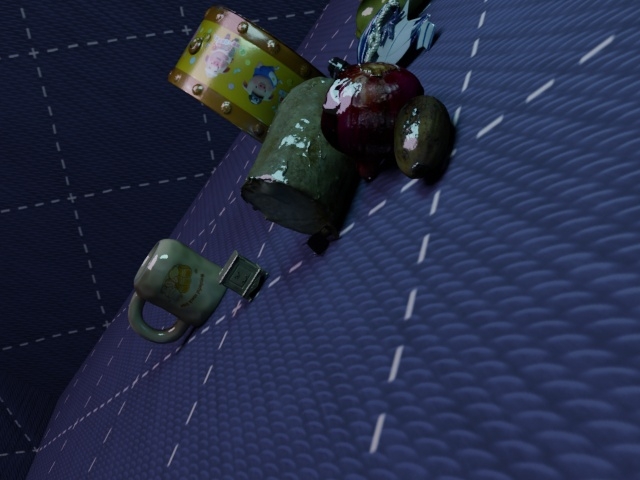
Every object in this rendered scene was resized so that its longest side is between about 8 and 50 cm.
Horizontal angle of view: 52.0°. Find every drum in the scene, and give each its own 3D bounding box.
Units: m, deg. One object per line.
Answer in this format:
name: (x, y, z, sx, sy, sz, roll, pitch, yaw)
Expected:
drum: (-0.146, -0.365, 1.621, 0.214, 0.431, 0.431, -56, 17, 4)

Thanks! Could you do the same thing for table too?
table: (-0.170, 0.078, 1.432, 0.079, 0.083, 0.062, -57, 16, 0)

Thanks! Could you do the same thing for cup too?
cup: (-0.388, 0.132, 1.725, 0.255, 0.202, 0.173, -47, 20, 28)

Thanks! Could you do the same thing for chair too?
chair: (-0.001, 0.001, 1.192, 0.042, 0.037, 0.086, -51, 9, -24)

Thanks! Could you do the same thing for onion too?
onion: (0.099, -0.195, 1.140, 0.195, 0.140, 0.218, -49, -35, -50)

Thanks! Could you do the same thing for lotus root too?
lotus root: (0.152, -0.163, 0.999, 0.089, 0.080, 0.179, -44, 21, 40)

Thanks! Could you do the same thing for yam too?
yam: (-0.020, -0.164, 1.277, 0.195, 0.195, 0.300, -33, 29, 52)

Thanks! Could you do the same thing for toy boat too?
toy boat: (0.169, -0.469, 1.478, 0.291, 0.070, 0.210, -26, 55, 60)

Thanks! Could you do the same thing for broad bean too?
broad bean: (0.193, -0.622, 1.646, 0.291, 0.119, 0.238, -55, 19, 8)

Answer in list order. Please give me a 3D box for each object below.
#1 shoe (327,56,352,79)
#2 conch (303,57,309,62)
shoe: (0.059, -0.439, 1.717, 0.071, 0.099, 0.169, -52, 18, 5)
conch: (-0.097, -0.493, 2.144, 0.277, 0.195, 0.220, 62, 141, 45)
